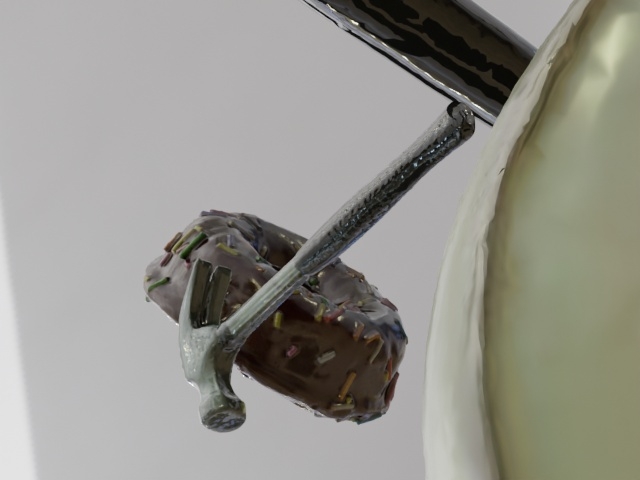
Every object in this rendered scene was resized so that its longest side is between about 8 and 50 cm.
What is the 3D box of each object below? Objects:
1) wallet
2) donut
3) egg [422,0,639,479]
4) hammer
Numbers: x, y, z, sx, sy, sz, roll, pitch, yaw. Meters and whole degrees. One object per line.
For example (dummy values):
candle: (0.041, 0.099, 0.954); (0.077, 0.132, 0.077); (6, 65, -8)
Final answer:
wallet: (0.015, -0.161, 1.110); (0.406, 0.228, 0.062); (32, -82, -26)
donut: (-0.028, 0.054, 1.509); (0.235, 0.235, 0.089); (12, -68, -53)
egg: (0.118, 0.041, 0.425); (0.206, 0.271, 0.162); (0, -13, -8)
hammer: (0.000, 0.000, 1.059); (0.029, 0.103, 0.246); (20, -53, -38)
